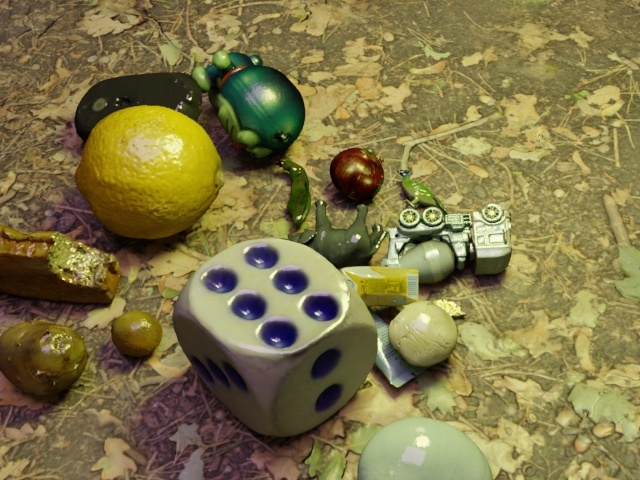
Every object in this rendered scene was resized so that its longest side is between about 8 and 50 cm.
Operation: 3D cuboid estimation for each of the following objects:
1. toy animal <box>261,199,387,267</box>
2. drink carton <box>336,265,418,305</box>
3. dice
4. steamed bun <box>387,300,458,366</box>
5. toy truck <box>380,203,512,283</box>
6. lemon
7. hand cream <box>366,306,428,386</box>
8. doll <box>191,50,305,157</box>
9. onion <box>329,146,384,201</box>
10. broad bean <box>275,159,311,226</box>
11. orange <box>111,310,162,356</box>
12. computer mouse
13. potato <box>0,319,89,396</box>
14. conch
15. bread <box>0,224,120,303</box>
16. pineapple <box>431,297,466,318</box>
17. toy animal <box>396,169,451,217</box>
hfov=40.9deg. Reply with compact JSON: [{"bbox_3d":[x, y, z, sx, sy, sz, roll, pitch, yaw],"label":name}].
[{"bbox_3d":[-0.001,-0.007,1.698,0.269,0.082,0.137,-1,46,15],"label":"toy animal"},{"bbox_3d":[0.074,0.081,1.546,0.200,0.084,0.075,1,89,-14],"label":"drink carton"},{"bbox_3d":[-0.077,0.161,1.445,0.243,0.251,0.259,-35,56,-23],"label":"dice"},{"bbox_3d":[0.189,0.161,1.512,0.130,0.091,0.112,-8,48,-50],"label":"steamed bun"},{"bbox_3d":[0.242,0.018,1.653,0.256,0.108,0.140,-3,61,3],"label":"toy truck"},{"bbox_3d":[-0.341,-0.136,1.712,0.293,0.293,0.293,-2,49,2],"label":"lemon"},{"bbox_3d":[0.080,0.159,1.571,0.091,0.058,0.271,-26,55,-33],"label":"hand cream"},{"bbox_3d":[-0.150,-0.309,1.893,0.186,0.198,0.322,-40,57,4],"label":"doll"},{"bbox_3d":[0.073,-0.144,1.795,0.118,0.119,0.117,-11,27,-6],"label":"onion"},{"bbox_3d":[-0.048,-0.102,1.810,0.061,0.046,0.195,-7,50,-13],"label":"broad bean"},{"bbox_3d":[-0.338,0.168,1.567,0.095,0.085,0.085,17,52,15],"label":"orange"},{"bbox_3d":[-0.402,-0.284,1.921,0.323,0.116,0.183,0,69,23],"label":"computer mouse"},{"bbox_3d":[-0.491,0.206,1.519,0.176,0.137,0.137,11,47,41],"label":"potato"},{"bbox_3d":[0.169,0.371,1.350,0.221,0.121,0.185,-4,78,-6],"label":"conch"},{"bbox_3d":[-0.575,0.028,1.638,0.380,0.185,0.109,7,56,9],"label":"bread"},{"bbox_3d":[0.228,0.130,1.609,0.083,0.019,0.045,-9,55,-5],"label":"pineapple"},{"bbox_3d":[0.218,-0.069,1.769,0.075,0.041,0.217,-26,56,-26],"label":"toy animal"}]
